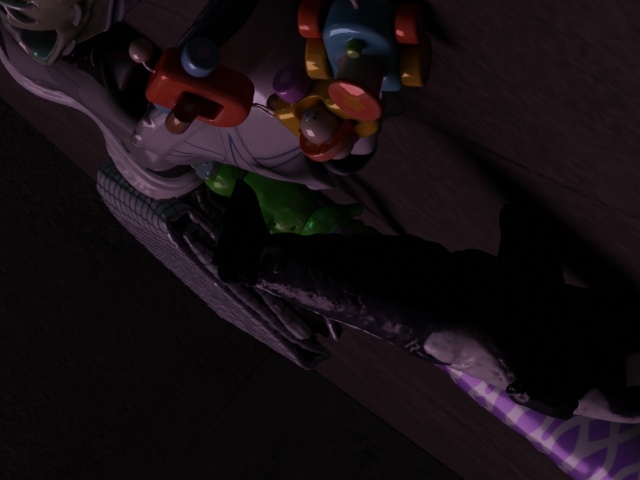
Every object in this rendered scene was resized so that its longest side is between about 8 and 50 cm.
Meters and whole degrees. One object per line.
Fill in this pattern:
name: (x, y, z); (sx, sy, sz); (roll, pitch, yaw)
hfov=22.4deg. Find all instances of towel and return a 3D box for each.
towel: (-0.102, 0.003, 1.842); (0.283, 0.121, 0.235); (46, 170, -31)

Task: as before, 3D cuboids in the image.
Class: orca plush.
orca plush: (0.086, 0.016, 0.941); (0.287, 0.102, 0.151); (23, -171, -2)

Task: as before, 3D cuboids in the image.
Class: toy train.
toy train: (-0.021, -0.077, 0.782); (0.125, 0.046, 0.166); (23, 153, -20)

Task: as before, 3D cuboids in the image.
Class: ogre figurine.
ogre figurine: (-0.029, -0.030, 1.291); (0.197, 0.097, 0.118); (51, -175, 1)

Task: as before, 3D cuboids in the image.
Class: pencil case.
pencil case: (0.179, 0.115, 1.178); (0.206, 0.086, 0.088); (40, -163, 8)

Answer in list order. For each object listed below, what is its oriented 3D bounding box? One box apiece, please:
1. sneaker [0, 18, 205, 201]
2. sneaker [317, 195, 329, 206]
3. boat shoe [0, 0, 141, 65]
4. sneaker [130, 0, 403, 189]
sneaker: (-0.196, -0.157, 1.448); (0.271, 0.100, 0.108); (41, 150, 19)
sneaker: (0.000, 0.000, 1.509); (0.061, 0.053, 0.152); (35, 172, 12)
boat shoe: (-0.180, -0.182, 1.090); (0.109, 0.094, 0.302); (39, 174, 6)
sneaker: (-0.035, -0.075, 0.980); (0.129, 0.111, 0.297); (35, 175, -6)
